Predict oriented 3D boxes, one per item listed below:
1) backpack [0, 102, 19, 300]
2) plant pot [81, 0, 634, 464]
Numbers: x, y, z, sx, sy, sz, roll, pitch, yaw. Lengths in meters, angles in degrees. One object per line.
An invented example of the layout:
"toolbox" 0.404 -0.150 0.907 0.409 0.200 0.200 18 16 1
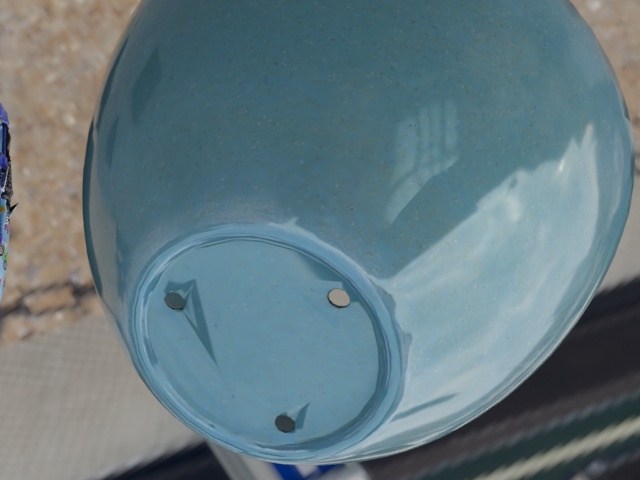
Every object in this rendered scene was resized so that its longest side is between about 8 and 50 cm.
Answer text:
"backpack" -0.301 -0.018 1.369 0.158 0.173 0.117 2 152 -17
"plant pot" 0.000 0.000 0.934 0.195 0.290 0.290 -63 179 -55
